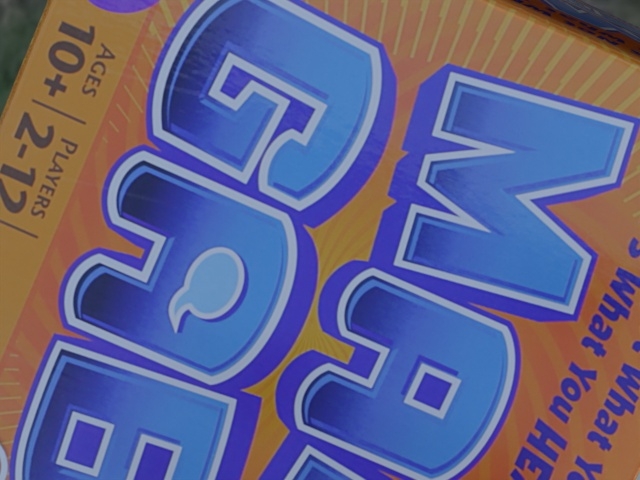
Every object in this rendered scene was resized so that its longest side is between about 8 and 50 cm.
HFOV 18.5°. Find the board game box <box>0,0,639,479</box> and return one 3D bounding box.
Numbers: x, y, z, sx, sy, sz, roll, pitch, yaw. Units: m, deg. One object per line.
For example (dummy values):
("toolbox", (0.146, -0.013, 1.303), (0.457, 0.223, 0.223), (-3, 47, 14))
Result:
("board game box", (0.000, 0.000, 1.110), (0.356, 0.356, 0.356), (23, -169, -4))

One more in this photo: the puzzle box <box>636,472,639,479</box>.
("puzzle box", (0.391, 0.118, 1.654), (0.272, 0.052, 0.409), (-15, 160, -46))
